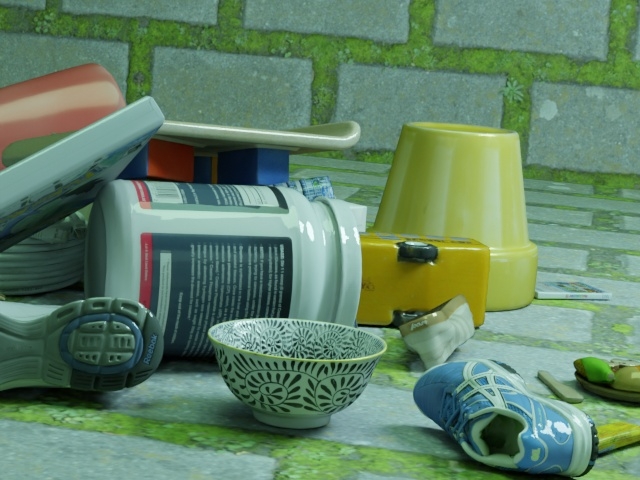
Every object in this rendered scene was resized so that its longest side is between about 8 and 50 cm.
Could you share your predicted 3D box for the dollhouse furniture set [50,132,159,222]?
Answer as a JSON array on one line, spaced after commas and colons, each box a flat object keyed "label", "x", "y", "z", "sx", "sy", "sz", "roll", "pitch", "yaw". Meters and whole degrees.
[{"label": "dollhouse furniture set", "x": -0.221, "y": 0.004, "z": 2.177, "sx": 0.303, "sy": 0.174, "sz": 0.355, "roll": 15, "pitch": -10, "yaw": 46}]

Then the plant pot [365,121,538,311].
[{"label": "plant pot", "x": 0.185, "y": -0.041, "z": 2.083, "sx": 0.254, "sy": 0.239, "sz": 0.254, "roll": 4, "pitch": 9, "yaw": -1}]

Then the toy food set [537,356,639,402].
[{"label": "toy food set", "x": 0.341, "y": 0.146, "z": 1.611, "sx": 0.192, "sy": 0.039, "sz": 0.132, "roll": 3, "pitch": 9, "yaw": -10}]

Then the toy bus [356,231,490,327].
[{"label": "toy bus", "x": 0.046, "y": 0.045, "z": 1.874, "sx": 0.332, "sy": 0.108, "sz": 0.130, "roll": 3, "pitch": 9, "yaw": -10}]

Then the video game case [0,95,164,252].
[{"label": "video game case", "x": -0.335, "y": -0.019, "z": 1.505, "sx": 0.329, "sy": 0.036, "sz": 0.300, "roll": -32, "pitch": 0, "yaw": -25}]

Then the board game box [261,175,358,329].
[{"label": "board game box", "x": -0.067, "y": 0.036, "z": 1.752, "sx": 0.194, "sy": 0.194, "sz": 0.060, "roll": -11, "pitch": 10, "yaw": -6}]

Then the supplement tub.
[{"label": "supplement tub", "x": -0.110, "y": 0.033, "z": 1.605, "sx": 0.272, "sy": 0.191, "sz": 0.191, "roll": 2, "pitch": 9, "yaw": -18}]

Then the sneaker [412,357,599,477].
[{"label": "sneaker", "x": 0.149, "y": 0.155, "z": 1.326, "sx": 0.081, "sy": 0.080, "sz": 0.211, "roll": 2, "pitch": 8, "yaw": -37}]

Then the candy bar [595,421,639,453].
[{"label": "candy bar", "x": 0.258, "y": 0.187, "z": 1.377, "sx": 0.040, "sy": 0.018, "sz": 0.161, "roll": 8, "pitch": 9, "yaw": 41}]

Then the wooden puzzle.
[{"label": "wooden puzzle", "x": -0.174, "y": -0.098, "z": 1.830, "sx": 0.348, "sy": 0.080, "sz": 0.322, "roll": -3, "pitch": 0, "yaw": -36}]

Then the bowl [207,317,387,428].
[{"label": "bowl", "x": -0.025, "y": 0.129, "z": 1.395, "sx": 0.170, "sy": 0.080, "sz": 0.170, "roll": 5, "pitch": 9, "yaw": -1}]

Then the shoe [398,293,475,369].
[{"label": "shoe", "x": 0.137, "y": 0.108, "z": 1.724, "sx": 0.076, "sy": 0.058, "sz": 0.219, "roll": -27, "pitch": -3, "yaw": 15}]

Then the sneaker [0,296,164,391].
[{"label": "sneaker", "x": -0.303, "y": 0.105, "z": 1.423, "sx": 0.297, "sy": 0.111, "sz": 0.129, "roll": 6, "pitch": -8, "yaw": -9}]

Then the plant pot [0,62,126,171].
[{"label": "plant pot", "x": -0.459, "y": -0.143, "z": 2.398, "sx": 0.243, "sy": 0.275, "sz": 0.275, "roll": -10, "pitch": 15, "yaw": -28}]

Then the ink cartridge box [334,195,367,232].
[{"label": "ink cartridge box", "x": 0.000, "y": 0.000, "z": 2.021, "sx": 0.090, "sy": 0.143, "sz": 0.092, "roll": -3, "pitch": 12, "yaw": -40}]

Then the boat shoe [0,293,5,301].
[{"label": "boat shoe", "x": -0.440, "y": 0.065, "z": 1.660, "sx": 0.178, "sy": 0.060, "sz": 0.064, "roll": 13, "pitch": -4, "yaw": -39}]

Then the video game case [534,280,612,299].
[{"label": "video game case", "x": 0.353, "y": 0.073, "z": 2.170, "sx": 0.122, "sy": 0.011, "sz": 0.087, "roll": 1, "pitch": 9, "yaw": -20}]

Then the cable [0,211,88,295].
[{"label": "cable", "x": -0.427, "y": 0.003, "z": 1.940, "sx": 0.257, "sy": 0.089, "sz": 0.257, "roll": 1, "pitch": 11, "yaw": -4}]
